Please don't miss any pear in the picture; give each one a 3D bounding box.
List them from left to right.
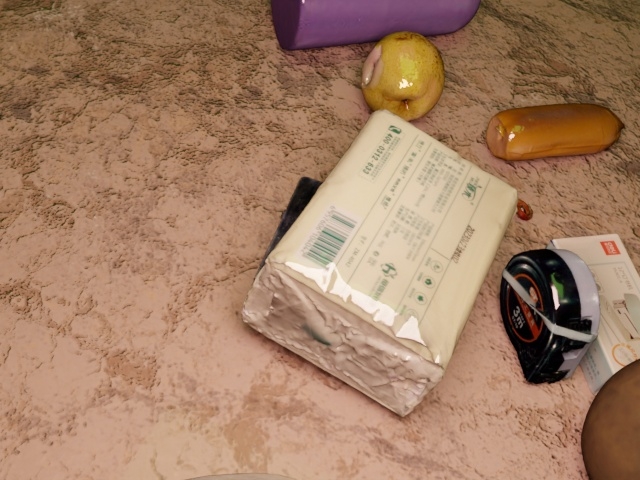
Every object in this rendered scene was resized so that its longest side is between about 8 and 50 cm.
[{"bbox_3d":[0.158,-0.312,1.385,0.178,0.178,0.178,5,54,-6],"label":"pear"}]

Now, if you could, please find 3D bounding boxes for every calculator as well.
[{"bbox_3d":[0.000,0.000,1.221,0.161,0.021,0.261,20,53,5],"label":"calculator"}]

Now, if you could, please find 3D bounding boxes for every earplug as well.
[{"bbox_3d":[0.133,-0.520,1.516,0.456,0.215,0.215,-7,56,-19],"label":"earplug"}]

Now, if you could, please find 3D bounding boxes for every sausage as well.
[{"bbox_3d":[0.488,-0.219,1.415,0.328,0.112,0.112,-7,56,-17],"label":"sausage"}]

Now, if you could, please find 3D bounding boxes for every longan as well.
[{"bbox_3d":[0.493,0.275,0.978,0.258,0.258,0.258,5,54,-6],"label":"longan"}]

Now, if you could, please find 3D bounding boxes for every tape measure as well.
[{"bbox_3d":[0.356,0.104,1.107,0.107,0.181,0.182,-2,54,-15],"label":"tape measure"}]

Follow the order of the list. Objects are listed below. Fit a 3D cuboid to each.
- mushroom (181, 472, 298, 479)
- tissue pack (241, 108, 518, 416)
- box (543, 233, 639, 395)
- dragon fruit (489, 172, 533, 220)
[{"bbox_3d":[-0.135,0.353,0.899,0.351,0.097,0.109,-2,55,-14],"label":"mushroom"},{"bbox_3d":[0.105,0.023,1.088,0.297,0.207,0.380,33,53,5],"label":"tissue pack"},{"bbox_3d":[0.472,0.115,1.181,0.135,0.079,0.269,-4,55,-13],"label":"box"},{"bbox_3d":[0.306,-0.077,1.302,0.191,0.094,0.094,13,50,-28],"label":"dragon fruit"}]
